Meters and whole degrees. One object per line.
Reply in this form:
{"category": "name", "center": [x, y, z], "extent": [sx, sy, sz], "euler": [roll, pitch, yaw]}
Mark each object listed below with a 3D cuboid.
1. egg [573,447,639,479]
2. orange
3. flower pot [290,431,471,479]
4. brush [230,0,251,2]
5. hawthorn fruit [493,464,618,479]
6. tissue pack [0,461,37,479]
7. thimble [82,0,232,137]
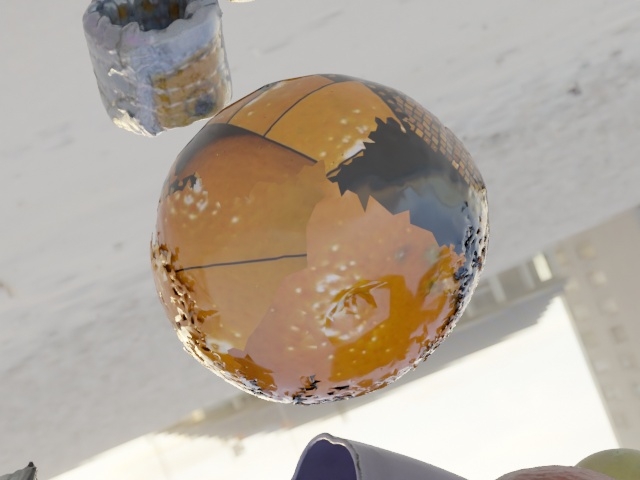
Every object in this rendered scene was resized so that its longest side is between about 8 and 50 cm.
{"category": "egg", "center": [0.383, 0.338, 1.771], "extent": [0.164, 0.164, 0.201], "euler": [-22, -146, -36]}
{"category": "orange", "center": [0.000, 0.000, 0.986], "extent": [0.234, 0.234, 0.182], "euler": [-21, -143, 5]}
{"category": "flower pot", "center": [0.100, 0.383, 1.836], "extent": [0.243, 0.265, 0.265], "euler": [10, 169, -20]}
{"category": "brush", "center": [-0.129, -0.335, 1.503], "extent": [0.166, 0.174, 0.266], "euler": [-28, 165, -21]}
{"category": "hawthorn fruit", "center": [0.156, 0.230, 0.942], "extent": [0.169, 0.169, 0.188], "euler": [-21, 157, 32]}
{"category": "tissue pack", "center": [-0.206, 0.361, 1.061], "extent": [0.123, 0.332, 0.245], "euler": [-20, -161, 13]}
{"category": "thimble", "center": [-0.155, -0.181, 1.387], "extent": [0.127, 0.117, 0.151], "euler": [-23, -144, -17]}
